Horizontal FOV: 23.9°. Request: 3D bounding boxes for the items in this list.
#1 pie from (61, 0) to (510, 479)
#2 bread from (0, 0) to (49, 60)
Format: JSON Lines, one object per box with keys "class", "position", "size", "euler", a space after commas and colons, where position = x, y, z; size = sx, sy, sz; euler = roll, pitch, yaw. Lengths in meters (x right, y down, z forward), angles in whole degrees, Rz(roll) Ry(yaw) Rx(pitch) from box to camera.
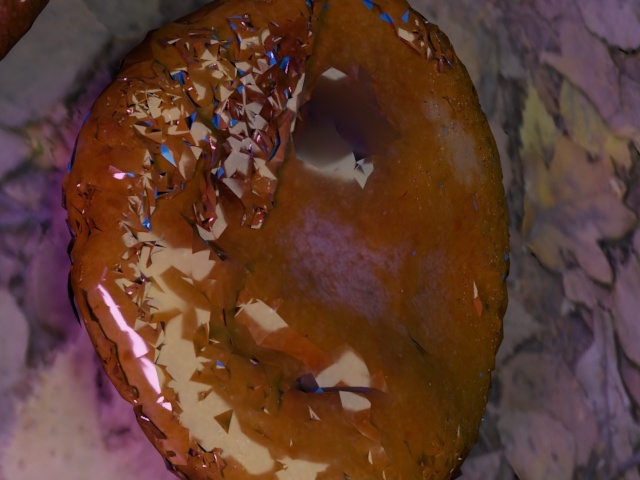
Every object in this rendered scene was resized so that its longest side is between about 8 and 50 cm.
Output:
{"class": "pie", "position": [-0.001, 0.001, 0.693], "size": [0.273, 0.069, 0.273], "euler": [15, 67, -40]}
{"class": "bread", "position": [-0.242, -0.235, 0.513], "size": [0.416, 0.113, 0.165], "euler": [47, 50, -21]}
